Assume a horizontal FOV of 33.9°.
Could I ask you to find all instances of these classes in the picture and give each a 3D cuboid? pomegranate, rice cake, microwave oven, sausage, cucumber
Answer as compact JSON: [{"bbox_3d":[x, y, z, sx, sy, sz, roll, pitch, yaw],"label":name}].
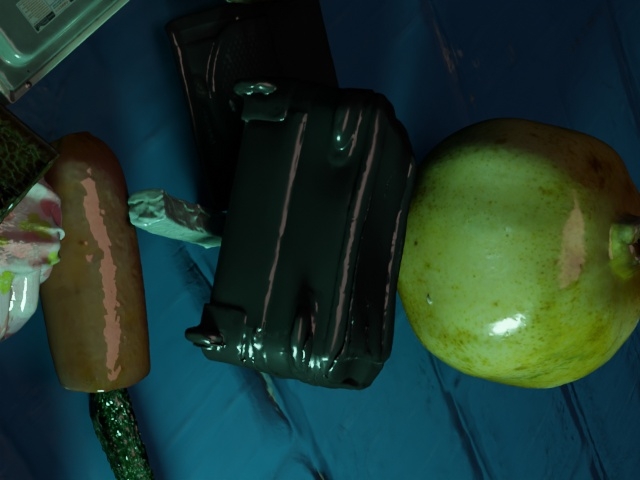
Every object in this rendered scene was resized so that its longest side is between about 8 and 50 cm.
[{"bbox_3d":[0.302,0.017,1.536,0.417,0.417,0.416,3,86,-52],"label":"pomegranate"},{"bbox_3d":[-0.148,-0.021,1.156,0.245,0.045,0.042,19,60,-76],"label":"rice cake"},{"bbox_3d":[-0.284,-0.231,0.949,0.145,0.194,0.240,54,49,-22],"label":"microwave oven"},{"bbox_3d":[-0.236,0.020,1.066,0.113,0.113,0.259,-13,96,-51],"label":"sausage"},{"bbox_3d":[-0.202,0.266,1.151,0.044,0.043,0.256,-32,114,-43],"label":"cucumber"}]

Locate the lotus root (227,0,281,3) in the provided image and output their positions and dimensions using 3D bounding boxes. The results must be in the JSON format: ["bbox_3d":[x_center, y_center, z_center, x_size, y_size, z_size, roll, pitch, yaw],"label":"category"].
[{"bbox_3d":[-0.066,-0.334,1.301,0.329,0.167,0.078,-17,141,-51],"label":"lotus root"}]

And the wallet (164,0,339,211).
[{"bbox_3d":[-0.068,-0.195,1.347,0.323,0.041,0.247,-32,114,-54],"label":"wallet"}]

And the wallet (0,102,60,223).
[{"bbox_3d":[-0.347,-0.103,0.851,0.243,0.133,0.039,42,10,-12],"label":"wallet"}]

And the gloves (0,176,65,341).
[{"bbox_3d":[-0.313,0.024,0.959,0.145,0.126,0.241,5,81,-53],"label":"gloves"}]

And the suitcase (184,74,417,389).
[{"bbox_3d":[0.000,0.000,1.255,0.339,0.188,0.345,30,68,-73],"label":"suitcase"}]
